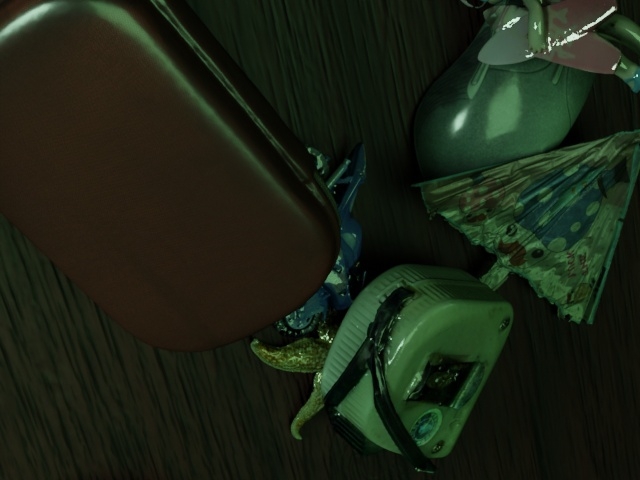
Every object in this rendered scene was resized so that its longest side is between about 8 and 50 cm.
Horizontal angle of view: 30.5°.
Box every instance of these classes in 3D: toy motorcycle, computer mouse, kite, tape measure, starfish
[{"bbox_3d":[0.000,0.000,1.222,0.114,0.076,0.205,-2,97,-26],"label":"toy motorcycle"},{"bbox_3d":[0.237,-0.197,1.278,0.167,0.090,0.379,27,91,-32],"label":"computer mouse"},{"bbox_3d":[0.235,-0.001,1.330,0.368,0.014,0.406,-45,134,11],"label":"kite"},{"bbox_3d":[0.093,0.150,1.250,0.207,0.115,0.235,4,115,-49],"label":"tape measure"},{"bbox_3d":[0.024,0.125,1.305,0.216,0.050,0.223,18,103,-39],"label":"starfish"}]

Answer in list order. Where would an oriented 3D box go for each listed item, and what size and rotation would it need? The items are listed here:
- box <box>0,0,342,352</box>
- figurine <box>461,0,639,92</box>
[{"bbox_3d":[-0.162,-0.067,1.059,0.263,0.108,0.404,-28,121,19],"label":"box"},{"bbox_3d":[0.248,-0.263,1.192,0.260,0.103,0.205,37,74,7],"label":"figurine"}]
